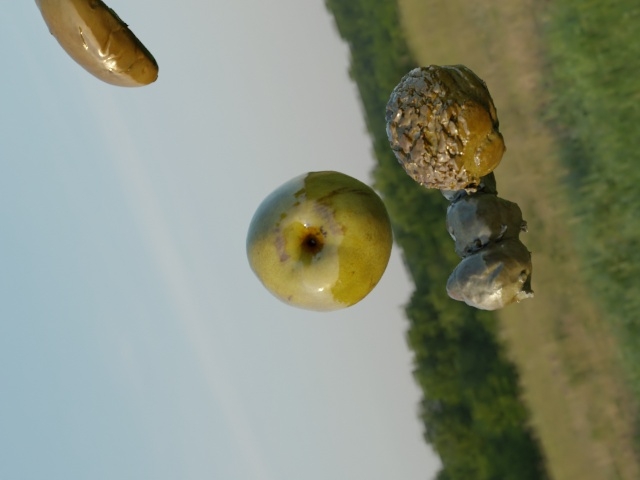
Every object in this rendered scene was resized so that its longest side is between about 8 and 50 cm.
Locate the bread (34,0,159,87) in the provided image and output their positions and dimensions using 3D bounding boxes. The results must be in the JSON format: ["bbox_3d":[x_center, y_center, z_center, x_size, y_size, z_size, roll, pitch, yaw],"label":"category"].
[{"bbox_3d":[-0.275,-0.246,1.715,0.189,0.077,0.114,48,161,-23],"label":"bread"}]

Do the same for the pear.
[{"bbox_3d":[0.000,0.000,2.019,0.209,0.209,0.209,-19,-90,-86],"label":"pear"}]

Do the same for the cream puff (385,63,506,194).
[{"bbox_3d":[0.125,-0.116,1.510,0.126,0.103,0.144,24,138,47],"label":"cream puff"}]

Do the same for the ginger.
[{"bbox_3d":[0.183,-0.016,1.634,0.080,0.104,0.204,49,-150,-55],"label":"ginger"}]
